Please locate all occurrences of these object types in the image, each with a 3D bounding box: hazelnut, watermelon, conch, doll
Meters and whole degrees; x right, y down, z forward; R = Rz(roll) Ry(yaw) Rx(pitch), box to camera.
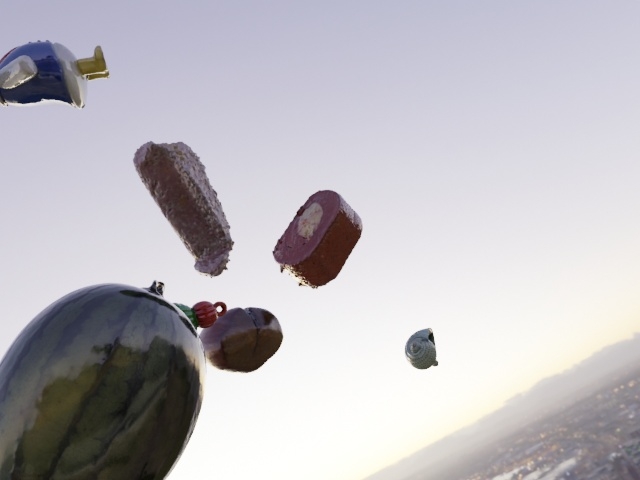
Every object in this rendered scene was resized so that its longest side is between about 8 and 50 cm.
[{"bbox_3d":[-0.213,0.255,1.352,0.212,0.181,0.181,2,-67,-34],"label":"hazelnut"},{"bbox_3d":[-0.307,0.214,0.737,0.279,0.359,0.279,19,-18,6],"label":"watermelon"},{"bbox_3d":[0.176,0.190,0.907,0.057,0.076,0.085,1,-32,18],"label":"conch"},{"bbox_3d":[-0.239,-0.122,0.406,0.143,0.057,0.099,-17,9,-13],"label":"doll"}]

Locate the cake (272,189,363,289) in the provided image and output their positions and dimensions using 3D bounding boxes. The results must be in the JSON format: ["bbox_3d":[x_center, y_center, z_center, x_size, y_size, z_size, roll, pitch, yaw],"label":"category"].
[{"bbox_3d":[0.000,0.000,1.445,0.282,0.177,0.151,-54,-50,-16],"label":"cake"}]

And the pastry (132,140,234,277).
[{"bbox_3d":[-0.234,-0.061,0.946,0.103,0.264,0.112,-22,5,20],"label":"pastry"}]

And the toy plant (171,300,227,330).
[{"bbox_3d":[-0.299,0.180,0.976,0.241,0.088,0.154,10,-87,-34],"label":"toy plant"}]
